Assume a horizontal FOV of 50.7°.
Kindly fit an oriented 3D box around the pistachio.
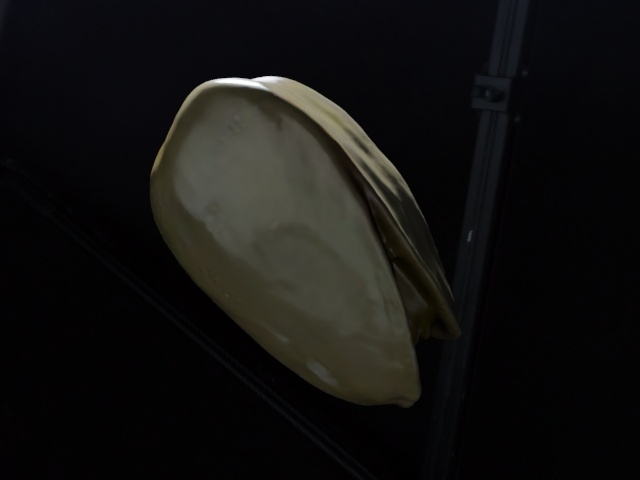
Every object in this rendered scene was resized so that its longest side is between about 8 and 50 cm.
[{"bbox_3d":[0.000,0.000,0.371,0.206,0.129,0.131,48,-21,-13],"label":"pistachio"}]
